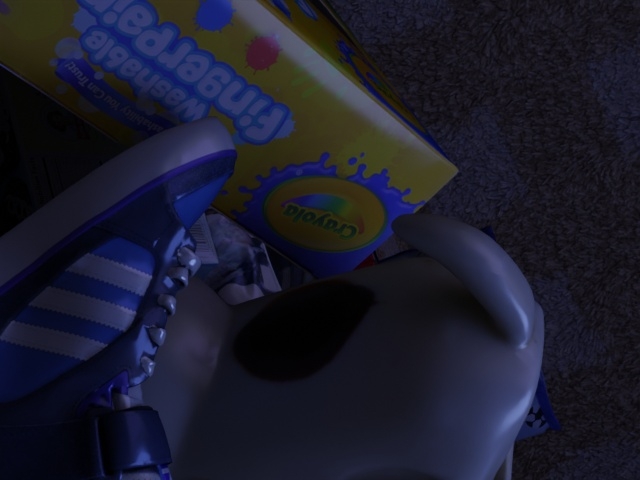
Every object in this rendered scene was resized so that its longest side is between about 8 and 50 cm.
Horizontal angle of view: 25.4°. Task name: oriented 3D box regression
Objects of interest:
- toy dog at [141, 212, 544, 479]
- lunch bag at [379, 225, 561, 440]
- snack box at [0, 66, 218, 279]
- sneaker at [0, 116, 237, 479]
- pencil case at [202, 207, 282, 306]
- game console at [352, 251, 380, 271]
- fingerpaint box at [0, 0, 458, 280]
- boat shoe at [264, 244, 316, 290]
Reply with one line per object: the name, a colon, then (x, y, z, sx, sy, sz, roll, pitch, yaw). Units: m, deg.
toy dog: (-0.044, 0.141, 1.114, 0.395, 0.408, 0.284, 91, 8, -52)
lunch bag: (0.164, 0.159, 2.201, 0.385, 0.328, 0.239, -102, 170, -50)
snack box: (-0.224, -0.109, 1.336, 0.187, 0.060, 0.322, 3, 61, -41)
sneaker: (-0.133, 0.090, 0.956, 0.236, 0.323, 0.130, 53, -23, 0)
pencil case: (-0.115, 0.042, 1.465, 0.160, 0.183, 0.410, 112, -41, -71)
game console: (0.000, 0.000, 1.756, 0.342, 0.060, 0.386, 89, -16, -62)
fingerpaint box: (-0.133, -0.211, 1.164, 0.445, 0.163, 0.371, 35, 17, -43)
boat shoe: (-0.073, 0.037, 1.631, 0.132, 0.130, 0.355, -119, -162, -54)
